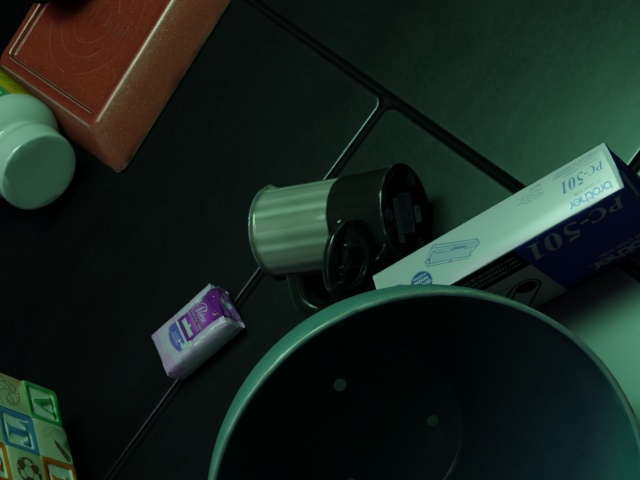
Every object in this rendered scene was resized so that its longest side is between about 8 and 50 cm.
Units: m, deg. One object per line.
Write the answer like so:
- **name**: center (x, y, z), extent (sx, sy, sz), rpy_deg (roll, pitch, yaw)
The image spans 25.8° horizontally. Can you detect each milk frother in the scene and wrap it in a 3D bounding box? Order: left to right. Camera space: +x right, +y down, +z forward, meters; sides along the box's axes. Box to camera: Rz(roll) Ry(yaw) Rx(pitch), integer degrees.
- **milk frother**: center (0.000, 0.000, 1.150), extent (0.135, 0.143, 0.129), rpy_deg (-9, 72, 32)

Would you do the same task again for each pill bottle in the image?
- **pill bottle**: center (-0.350, -0.117, 1.482), extent (0.208, 0.117, 0.117), rpy_deg (37, 94, 39)

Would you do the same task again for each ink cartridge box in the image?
- **ink cartridge box**: center (0.153, 0.011, 1.060), extent (0.207, 0.097, 0.046), rpy_deg (-32, 54, 23)

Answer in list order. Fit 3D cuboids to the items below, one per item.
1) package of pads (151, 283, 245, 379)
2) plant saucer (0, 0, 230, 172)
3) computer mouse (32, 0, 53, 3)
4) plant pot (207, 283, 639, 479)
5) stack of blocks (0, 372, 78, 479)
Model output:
- **package of pads**: center (-0.113, 0.084, 1.272), extent (0.083, 0.032, 0.050), rpy_deg (-41, 54, 16)
- **plant saucer**: center (-0.227, -0.235, 1.492), extent (0.258, 0.048, 0.259), rpy_deg (34, 91, 41)
- **computer mouse**: center (-0.296, -0.369, 1.534), extent (0.188, 0.072, 0.272), rpy_deg (-35, 38, 31)
- **plant pot**: center (0.057, 0.160, 0.982), extent (0.290, 0.290, 0.195), rpy_deg (-57, 12, 2)
- **stack of blocks**: center (-0.260, 0.260, 1.213), extent (0.087, 0.171, 0.297), rpy_deg (-38, 51, 18)
